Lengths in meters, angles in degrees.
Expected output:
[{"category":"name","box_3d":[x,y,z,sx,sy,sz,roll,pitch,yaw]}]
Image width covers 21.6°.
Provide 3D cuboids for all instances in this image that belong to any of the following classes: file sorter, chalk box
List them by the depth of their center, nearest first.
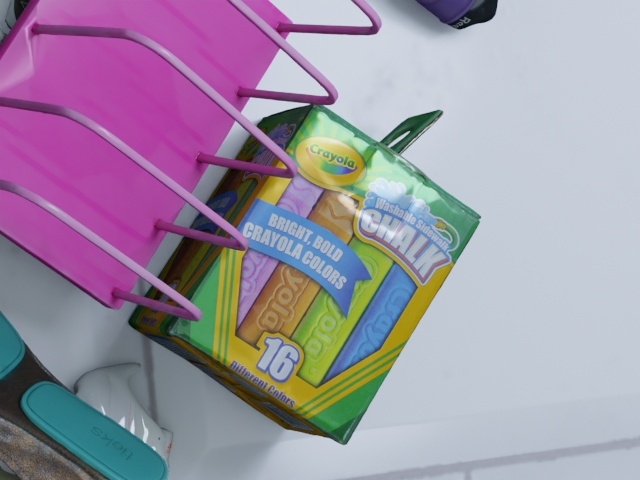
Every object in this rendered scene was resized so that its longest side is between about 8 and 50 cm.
[{"category":"file sorter","box_3d":[-0.120,-0.108,1.286,0.202,0.182,0.290,39,75,-32]},{"category":"chalk box","box_3d":[0.000,0.000,1.418,0.179,0.180,0.289,34,79,-13]}]

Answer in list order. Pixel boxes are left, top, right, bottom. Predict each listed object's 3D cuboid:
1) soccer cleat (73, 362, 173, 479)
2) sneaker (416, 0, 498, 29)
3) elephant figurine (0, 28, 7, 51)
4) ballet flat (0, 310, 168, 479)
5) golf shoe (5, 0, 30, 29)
[{"category":"soccer cleat","box_3d":[-0.152,0.199,1.428,0.076,0.068,0.196,-22,92,-19]},{"category":"sneaker","box_3d":[0.172,-0.322,1.529,0.124,0.107,0.283,39,82,-27]},{"category":"elephant figurine","box_3d":[-0.365,-0.099,1.320,0.239,0.186,0.169,-53,135,-11]},{"category":"ballet flat","box_3d":[-0.266,0.139,1.364,0.316,0.107,0.106,42,121,11]},{"category":"golf shoe","box_3d":[-0.177,-0.164,1.432,0.198,0.077,0.094,38,96,-10]}]
